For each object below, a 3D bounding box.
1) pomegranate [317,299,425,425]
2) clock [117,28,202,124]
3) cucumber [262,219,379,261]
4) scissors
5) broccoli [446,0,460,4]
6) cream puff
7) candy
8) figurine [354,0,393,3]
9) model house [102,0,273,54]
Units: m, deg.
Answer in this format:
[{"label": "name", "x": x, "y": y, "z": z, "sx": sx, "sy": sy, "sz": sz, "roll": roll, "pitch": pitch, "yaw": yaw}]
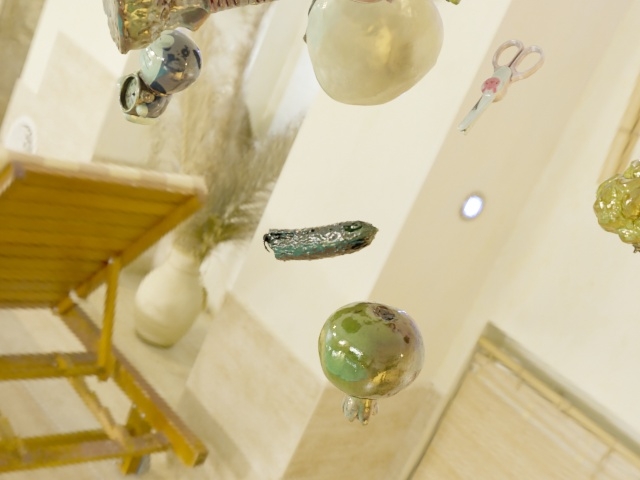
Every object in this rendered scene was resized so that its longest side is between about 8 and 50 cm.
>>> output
[{"label": "pomegranate", "x": 0.071, "y": 0.200, "z": 1.404, "sx": 0.179, "sy": 0.210, "sz": 0.179, "roll": 33, "pitch": 5, "yaw": -3}, {"label": "clock", "x": -0.389, "y": -0.404, "z": 2.044, "sx": 0.147, "sy": 0.243, "sz": 0.199, "roll": 16, "pitch": 45, "yaw": -40}, {"label": "cucumber", "x": -0.001, "y": 0.003, "z": 1.506, "sx": 0.245, "sy": 0.067, "sz": 0.067, "roll": -5, "pitch": -8, "yaw": 43}, {"label": "scissors", "x": 0.372, "y": -0.322, "z": 1.795, "sx": 0.118, "sy": 0.242, "sz": 0.030, "roll": 32, "pitch": -8, "yaw": 45}, {"label": "broccoli", "x": 0.271, "y": -0.588, "z": 1.554, "sx": 0.146, "sy": 0.304, "sz": 0.165, "roll": 28, "pitch": 36, "yaw": 28}, {"label": "cream puff", "x": 0.523, "y": -0.071, "z": 1.370, "sx": 0.121, "sy": 0.156, "sz": 0.156, "roll": 10, "pitch": 20, "yaw": -22}, {"label": "candy", "x": 0.146, "y": -0.555, "z": 2.322, "sx": 0.427, "sy": 0.386, "sz": 0.186, "roll": 55, "pitch": 9, "yaw": -46}, {"label": "figurine", "x": 0.072, "y": -0.478, "z": 1.391, "sx": 0.173, "sy": 0.173, "sz": 0.173, "roll": 22, "pitch": 16, "yaw": -7}, {"label": "model house", "x": -0.188, "y": -0.499, "z": 1.329, "sx": 0.339, "sy": 0.360, "sz": 0.297, "roll": -12, "pitch": 20, "yaw": -17}]
